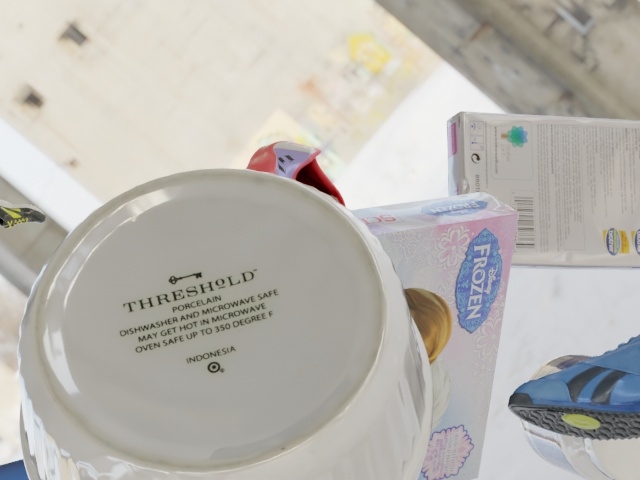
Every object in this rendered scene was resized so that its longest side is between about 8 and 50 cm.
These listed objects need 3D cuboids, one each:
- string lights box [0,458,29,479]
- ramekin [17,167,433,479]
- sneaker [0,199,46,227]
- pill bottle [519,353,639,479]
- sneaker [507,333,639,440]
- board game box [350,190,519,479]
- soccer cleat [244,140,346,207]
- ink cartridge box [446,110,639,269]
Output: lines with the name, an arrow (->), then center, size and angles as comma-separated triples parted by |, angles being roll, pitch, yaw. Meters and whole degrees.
string lights box -> -0.411, 0.367, 1.972 | 0.260, 0.133, 0.076 | -18, 40, 16
ramekin -> -0.062, 0.076, 0.917 | 0.273, 0.273, 0.127 | -52, -22, -26
sneaker -> -0.409, -0.030, 1.974 | 0.031, 0.083, 0.035 | 112, 166, -57
pill bottle -> 0.347, 0.219, 1.802 | 0.153, 0.153, 0.265 | -50, 5, -6
sneaker -> 0.250, 0.111, 1.185 | 0.209, 0.069, 0.082 | -8, 59, 36
board game box -> 0.033, 0.123, 1.478 | 0.066, 0.318, 0.318 | 41, 133, 51
soccer cleat -> 0.000, 0.000, 1.590 | 0.095, 0.248, 0.083 | 0, 38, 39
ink cartridge box -> 0.309, -0.057, 1.809 | 0.065, 0.311, 0.185 | 153, 117, -75
